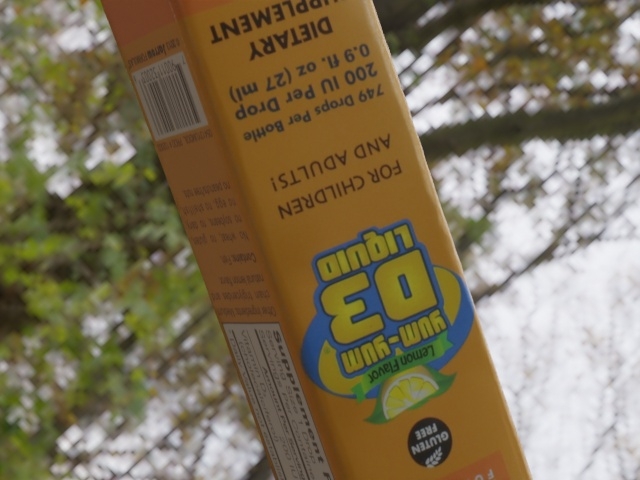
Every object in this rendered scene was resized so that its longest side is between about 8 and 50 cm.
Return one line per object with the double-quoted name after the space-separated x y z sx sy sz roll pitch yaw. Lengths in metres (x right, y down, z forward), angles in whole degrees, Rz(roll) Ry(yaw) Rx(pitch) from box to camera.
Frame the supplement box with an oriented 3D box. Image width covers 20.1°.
0.000 0.000 0.658 0.080 0.078 0.233 -2 -71 66 "supplement box"
